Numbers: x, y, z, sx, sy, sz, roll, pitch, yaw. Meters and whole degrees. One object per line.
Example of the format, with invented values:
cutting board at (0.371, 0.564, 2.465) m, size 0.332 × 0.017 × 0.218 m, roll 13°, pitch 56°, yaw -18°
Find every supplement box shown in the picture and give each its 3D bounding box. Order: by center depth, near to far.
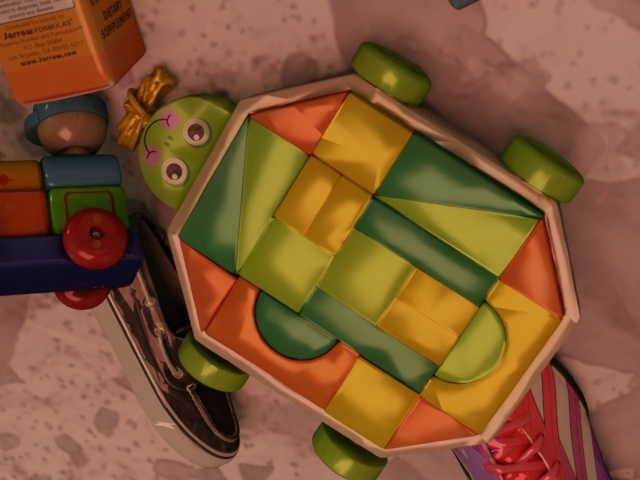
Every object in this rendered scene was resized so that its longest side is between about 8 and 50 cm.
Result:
supplement box at (-0.191, -0.213, 0.730) m, size 0.080 × 0.078 × 0.233 m, roll -10°, pitch 115°, yaw 16°

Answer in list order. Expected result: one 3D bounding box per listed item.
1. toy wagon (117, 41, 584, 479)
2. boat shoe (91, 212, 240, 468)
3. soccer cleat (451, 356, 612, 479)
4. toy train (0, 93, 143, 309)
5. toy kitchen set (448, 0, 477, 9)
toy wagon at (0.000, 0.000, 0.774) m, size 0.344 × 0.068 × 0.267 m, roll 33°, pitch 107°, yaw 2°
boat shoe at (-0.110, 0.081, 0.867) m, size 0.070 × 0.078 × 0.219 m, roll -21°, pitch 109°, yaw 22°
soccer cleat at (0.168, 0.194, 0.844) m, size 0.109 × 0.116 × 0.318 m, roll -25°, pitch 109°, yaw 24°
toy train at (-0.253, -0.027, 0.758) m, size 0.248 × 0.143 × 0.105 m, roll -3°, pitch 159°, yaw -20°
toy kitchen set at (0.076, -0.229, 0.614) m, size 0.122 × 0.166 × 0.207 m, roll -24°, pitch 110°, yaw 22°
